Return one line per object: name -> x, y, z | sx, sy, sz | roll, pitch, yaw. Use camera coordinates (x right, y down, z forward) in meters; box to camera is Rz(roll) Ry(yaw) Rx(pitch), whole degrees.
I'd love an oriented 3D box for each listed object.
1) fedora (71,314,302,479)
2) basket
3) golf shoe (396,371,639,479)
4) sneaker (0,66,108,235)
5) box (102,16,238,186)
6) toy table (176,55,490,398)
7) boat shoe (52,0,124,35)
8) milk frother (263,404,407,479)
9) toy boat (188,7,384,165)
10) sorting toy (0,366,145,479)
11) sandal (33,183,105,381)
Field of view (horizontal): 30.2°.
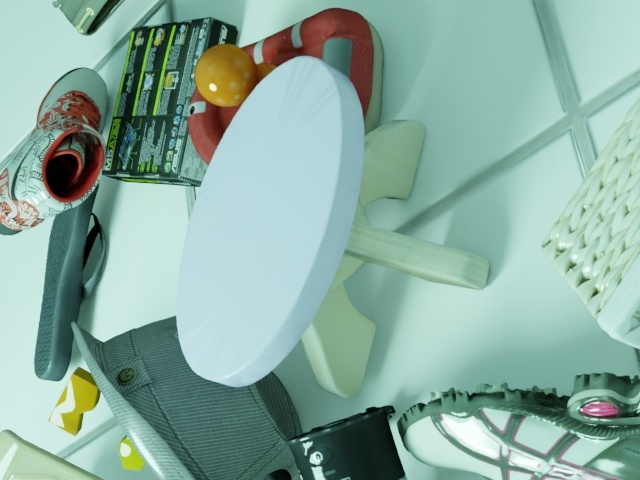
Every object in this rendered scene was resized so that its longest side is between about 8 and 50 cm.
fedora -> -0.106, 0.145, 1.098 | 0.124, 0.244, 0.275 | -38, 33, -3
basket -> 0.242, -0.018, 0.782 | 0.167, 0.113, 0.103 | -59, 37, 19
golf shoe -> 0.158, 0.157, 0.834 | 0.273, 0.105, 0.120 | -14, 75, 48
sneaker -> -0.296, -0.124, 1.437 | 0.145, 0.090, 0.270 | -17, 36, 42
box -> -0.180, -0.161, 1.395 | 0.184, 0.045, 0.191 | 5, 82, 53
toy table -> 0.000, 0.000, 1.015 | 0.252, 0.161, 0.274 | 25, 92, 49
boat shoe -> -0.229, -0.356, 1.484 | 0.305, 0.091, 0.109 | -25, 17, 39
milk frother -> 0.041, 0.206, 0.955 | 0.129, 0.143, 0.135 | -25, 81, 47
toy boat -> -0.057, -0.146, 1.153 | 0.231, 0.151, 0.151 | -15, 66, 47
sorting toy -> -0.247, 0.287, 1.223 | 0.307, 0.229, 0.041 | -60, 2, 17
sandal -> -0.306, 0.048, 1.474 | 0.097, 0.054, 0.255 | 1, 81, 61
